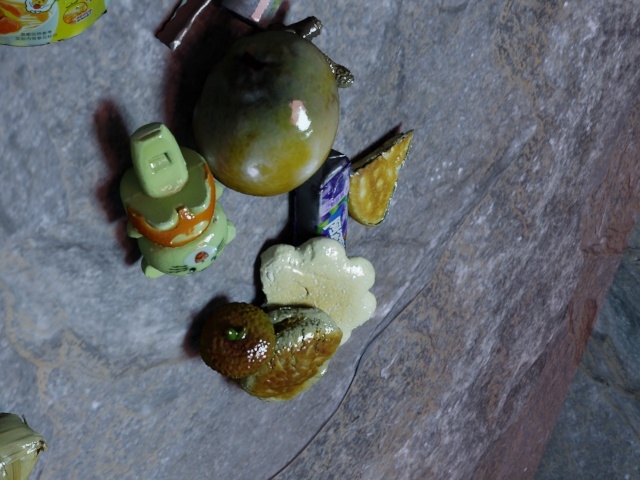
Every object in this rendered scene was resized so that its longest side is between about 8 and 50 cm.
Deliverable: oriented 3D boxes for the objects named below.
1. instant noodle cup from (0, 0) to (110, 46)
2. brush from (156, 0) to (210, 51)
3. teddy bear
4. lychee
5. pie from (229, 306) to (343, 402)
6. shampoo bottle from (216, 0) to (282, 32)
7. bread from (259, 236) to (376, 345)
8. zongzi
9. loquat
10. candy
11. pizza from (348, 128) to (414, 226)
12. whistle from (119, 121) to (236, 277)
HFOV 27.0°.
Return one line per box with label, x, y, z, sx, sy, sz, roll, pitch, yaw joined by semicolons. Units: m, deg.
instant noodle cup;-0.263;-0.279;1.169;0.205;0.205;0.153;-42;159;-33
brush;-0.089;-0.344;1.543;0.301;0.084;0.071;-55;150;0
teddy bear;-0.034;-0.239;1.746;0.119;0.078;0.160;-41;139;11
lychee;-0.121;0.146;1.931;0.114;0.114;0.146;-52;172;-16
pie;-0.048;0.179;2.051;0.163;0.079;0.193;17;124;-38
shampoo bottle;-0.044;-0.358;1.605;0.214;0.072;0.072;-61;154;1
bread;-0.002;0.090;2.051;0.181;0.039;0.251;-6;136;-3
zongzi;-0.429;0.308;1.567;0.194;0.099;0.197;-14;135;-56
loquat;-0.064;-0.156;1.641;0.179;0.179;0.227;-37;163;-39
candy;0.000;0.000;2.054;0.088;0.061;0.312;-43;150;-35
pizza;0.090;-0.114;2.130;0.176;0.036;0.184;-61;152;-2
whistle;-0.179;-0.044;1.623;0.131;0.106;0.288;-26;150;-10
